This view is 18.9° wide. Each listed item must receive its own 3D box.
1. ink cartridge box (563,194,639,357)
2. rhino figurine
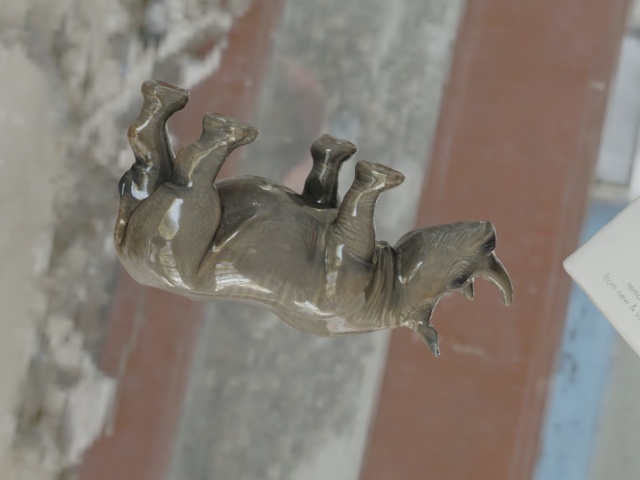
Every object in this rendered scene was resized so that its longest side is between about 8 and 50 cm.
[{"bbox_3d":[0.330,-0.033,1.108,0.353,0.119,0.207,-40,152,4],"label":"ink cartridge box"},{"bbox_3d":[0.000,0.000,1.038,0.106,0.243,0.073,-68,-156,12],"label":"rhino figurine"}]
